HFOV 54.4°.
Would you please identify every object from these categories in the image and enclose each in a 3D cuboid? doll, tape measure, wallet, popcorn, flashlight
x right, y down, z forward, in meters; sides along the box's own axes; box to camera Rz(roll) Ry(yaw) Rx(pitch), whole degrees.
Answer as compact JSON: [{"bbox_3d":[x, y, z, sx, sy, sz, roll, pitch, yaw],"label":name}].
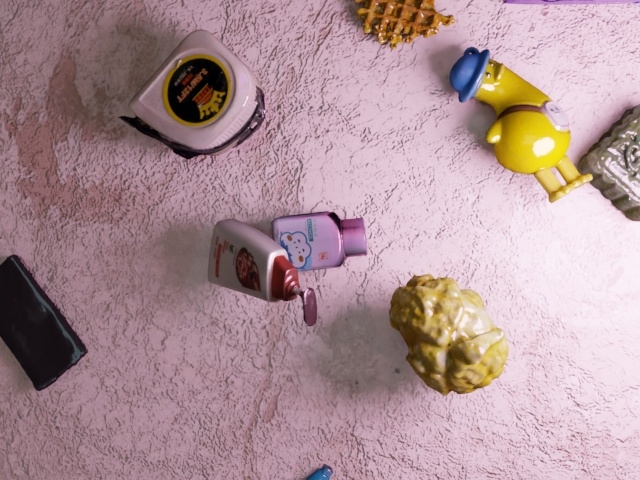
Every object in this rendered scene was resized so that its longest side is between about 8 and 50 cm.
[{"bbox_3d":[0.396,-0.244,1.245,0.199,0.145,0.363,-25,76,-27],"label":"doll"},{"bbox_3d":[-0.251,-0.270,1.308,0.271,0.133,0.231,-45,77,5],"label":"tape measure"},{"bbox_3d":[-0.651,0.184,1.387,0.146,0.030,0.285,-38,87,1],"label":"wallet"},{"bbox_3d":[0.243,0.178,1.187,0.256,0.255,0.195,43,95,-1],"label":"popcorn"},{"bbox_3d":[-0.024,0.525,1.306,0.051,0.051,0.129,38,89,5],"label":"flashlight"}]

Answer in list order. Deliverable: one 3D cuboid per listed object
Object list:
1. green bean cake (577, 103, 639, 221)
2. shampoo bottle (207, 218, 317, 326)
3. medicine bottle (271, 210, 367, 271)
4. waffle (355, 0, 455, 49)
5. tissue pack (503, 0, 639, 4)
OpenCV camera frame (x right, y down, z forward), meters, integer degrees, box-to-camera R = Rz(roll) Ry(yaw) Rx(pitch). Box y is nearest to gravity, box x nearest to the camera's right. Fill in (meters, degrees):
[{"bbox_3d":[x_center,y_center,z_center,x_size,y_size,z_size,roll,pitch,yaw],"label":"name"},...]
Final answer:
[{"bbox_3d":[0.639,-0.157,1.233,0.183,0.094,0.185,45,88,6],"label":"green bean cake"},{"bbox_3d":[-0.113,0.068,1.233,0.284,0.071,0.153,28,116,38],"label":"shampoo bottle"},{"bbox_3d":[0.000,0.000,1.289,0.188,0.094,0.119,-6,90,6],"label":"medicine bottle"},{"bbox_3d":[0.180,-0.524,1.304,0.232,0.051,0.228,-24,87,6],"label":"waffle"},{"bbox_3d":[0.534,-0.560,1.173,0.338,0.242,0.160,1,88,5],"label":"tissue pack"}]
